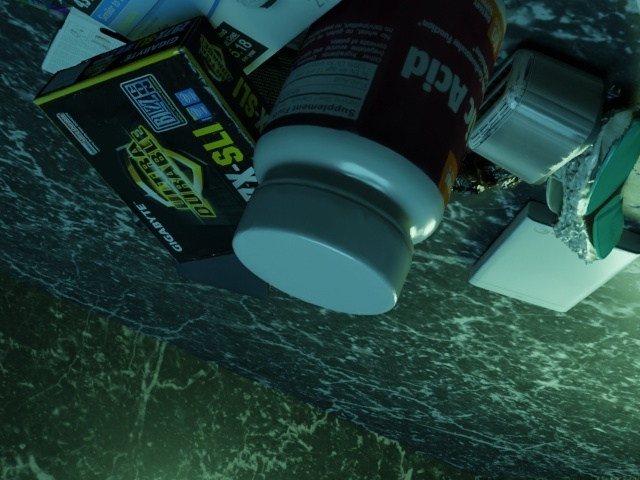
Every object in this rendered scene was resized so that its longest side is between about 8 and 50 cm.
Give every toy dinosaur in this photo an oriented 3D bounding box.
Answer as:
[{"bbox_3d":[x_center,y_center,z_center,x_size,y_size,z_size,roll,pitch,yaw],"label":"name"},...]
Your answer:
[{"bbox_3d":[0.183,-0.121,1.445,0.322,0.164,0.218,-19,168,10],"label":"toy dinosaur"}]

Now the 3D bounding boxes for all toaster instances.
[{"bbox_3d":[0.315,-0.185,1.247,0.146,0.129,0.227,23,156,-8],"label":"toaster"}]

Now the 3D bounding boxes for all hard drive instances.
[{"bbox_3d":[0.467,0.044,1.731,0.233,0.047,0.353,17,155,-2],"label":"hard drive"}]

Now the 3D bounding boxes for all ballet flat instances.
[{"bbox_3d":[0.426,-0.091,1.385,0.147,0.147,0.409,9,154,17],"label":"ballet flat"}]

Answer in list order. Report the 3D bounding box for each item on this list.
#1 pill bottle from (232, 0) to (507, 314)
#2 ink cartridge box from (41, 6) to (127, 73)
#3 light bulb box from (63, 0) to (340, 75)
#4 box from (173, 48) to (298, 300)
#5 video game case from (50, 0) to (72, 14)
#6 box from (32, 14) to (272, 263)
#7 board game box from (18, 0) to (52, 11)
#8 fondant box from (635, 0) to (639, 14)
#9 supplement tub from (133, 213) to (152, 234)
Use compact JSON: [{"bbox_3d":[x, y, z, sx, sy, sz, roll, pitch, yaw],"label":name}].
[{"bbox_3d":[0.058,-0.130,0.972,0.224,0.392,0.224,18,158,8],"label":"pill bottle"},{"bbox_3d":[-0.364,-0.326,1.459,0.181,0.056,0.224,21,153,-23],"label":"ink cartridge box"},{"bbox_3d":[-0.154,-0.402,0.970,0.361,0.225,0.358,27,154,-24],"label":"light bulb box"},{"bbox_3d":[-0.133,-0.114,1.460,0.179,0.313,0.343,14,155,5],"label":"box"},{"bbox_3d":[-0.476,-0.450,1.295,0.232,0.042,0.210,19,157,-5],"label":"video game case"},{"bbox_3d":[-0.172,-0.114,1.114,0.257,0.079,0.322,-11,132,31],"label":"box"},{"bbox_3d":[-0.485,-0.408,1.222,0.160,0.039,0.211,19,173,-4],"label":"board game box"},{"bbox_3d":[0.427,-0.320,0.855,0.238,0.096,0.330,-17,143,24],"label":"fondant box"},{"bbox_3d":[-0.196,-0.054,1.756,0.338,0.207,0.207,26,154,-22],"label":"supplement tub"}]
